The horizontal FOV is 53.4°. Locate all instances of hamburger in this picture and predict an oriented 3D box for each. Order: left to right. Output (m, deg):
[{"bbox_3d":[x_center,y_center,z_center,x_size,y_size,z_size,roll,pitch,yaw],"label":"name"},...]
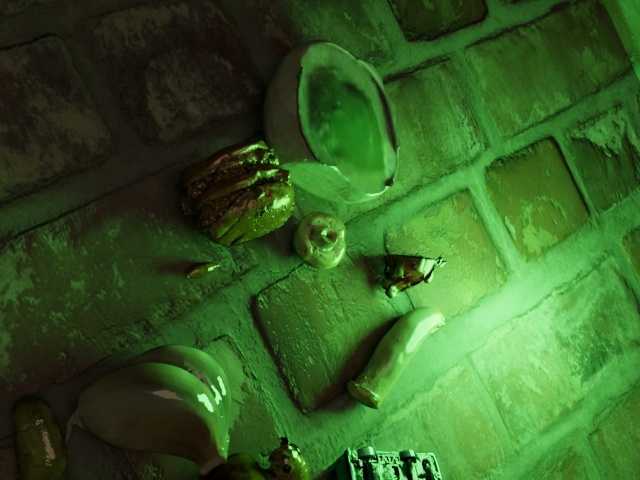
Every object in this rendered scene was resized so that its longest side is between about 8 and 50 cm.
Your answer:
[{"bbox_3d":[-0.179,-0.113,1.476,0.260,0.245,0.211,-13,77,-63],"label":"hamburger"}]

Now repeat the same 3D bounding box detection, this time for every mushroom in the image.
[{"bbox_3d":[-0.116,0.604,1.324,0.260,0.345,0.345,-19,89,-9],"label":"mushroom"},{"bbox_3d":[0.000,0.000,1.604,0.148,0.112,0.148,9,68,-22],"label":"mushroom"},{"bbox_3d":[0.201,0.293,1.667,0.351,0.095,0.122,-43,120,-26],"label":"mushroom"}]

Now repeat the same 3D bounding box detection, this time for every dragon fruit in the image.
[{"bbox_3d":[0.235,0.080,1.716,0.142,0.138,0.175,36,97,23],"label":"dragon fruit"}]

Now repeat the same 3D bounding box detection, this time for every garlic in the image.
[{"bbox_3d":[-0.354,0.333,1.352,0.340,0.231,0.245,7,121,-9],"label":"garlic"}]

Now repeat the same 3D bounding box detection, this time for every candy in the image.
[{"bbox_3d":[0.022,-0.308,1.630,0.386,0.186,0.426,10,74,-34],"label":"candy"}]

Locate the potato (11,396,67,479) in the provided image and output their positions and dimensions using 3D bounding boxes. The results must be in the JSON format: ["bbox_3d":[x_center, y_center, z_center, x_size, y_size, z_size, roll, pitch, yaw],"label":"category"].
[{"bbox_3d":[-0.558,0.399,1.262,0.105,0.085,0.188,-20,83,9],"label":"potato"}]

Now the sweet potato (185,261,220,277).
[{"bbox_3d":[-0.278,0.068,1.496,0.095,0.034,0.034,-16,88,-39],"label":"sweet potato"}]

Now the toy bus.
[{"bbox_3d":[0.157,0.590,1.552,0.256,0.147,0.128,12,47,-25],"label":"toy bus"}]
